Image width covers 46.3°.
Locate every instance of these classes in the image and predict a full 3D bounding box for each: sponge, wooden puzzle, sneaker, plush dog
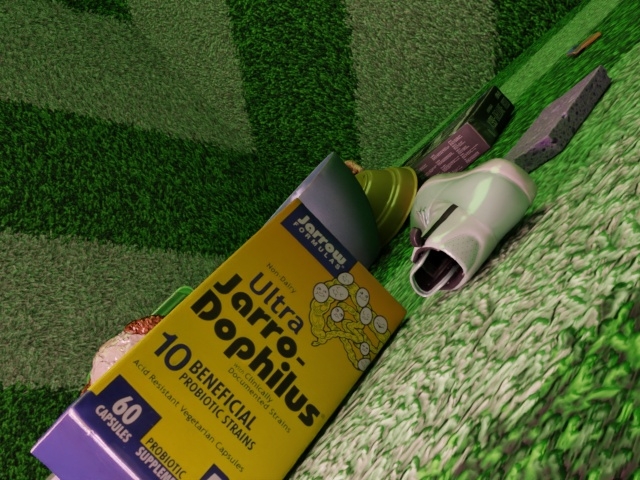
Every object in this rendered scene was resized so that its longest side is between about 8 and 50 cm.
[{"bbox_3d":[0.330,-0.163,1.064,0.210,0.031,0.117,-46,4,-36],"label":"sponge"},{"bbox_3d":[0.578,-0.428,1.640,0.078,0.014,0.116,-38,5,16],"label":"wooden puzzle"},{"bbox_3d":[0.133,-0.002,0.877,0.151,0.094,0.256,-48,3,-17],"label":"sneaker"},{"bbox_3d":[-0.291,0.256,1.293,0.262,0.225,0.210,-55,7,-9],"label":"plush dog"}]

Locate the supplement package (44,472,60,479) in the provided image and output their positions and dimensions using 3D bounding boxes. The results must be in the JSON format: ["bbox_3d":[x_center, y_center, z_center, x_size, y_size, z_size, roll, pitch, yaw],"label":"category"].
[{"bbox_3d":[-0.418,0.447,1.438,0.244,0.139,0.134,-45,5,-32],"label":"supplement package"}]

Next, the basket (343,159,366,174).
[{"bbox_3d":[0.033,-0.089,2.166,0.299,0.213,0.223,-44,2,1],"label":"basket"}]

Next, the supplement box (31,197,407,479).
[{"bbox_3d":[-0.101,0.152,0.826,0.356,0.194,0.195,-46,4,-39],"label":"supplement box"}]

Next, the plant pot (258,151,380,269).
[{"bbox_3d":[0.000,0.000,1.457,0.290,0.195,0.290,-47,7,8],"label":"plant pot"}]

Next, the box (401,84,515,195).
[{"bbox_3d":[0.276,-0.190,1.682,0.307,0.076,0.242,-41,5,39],"label":"box"}]

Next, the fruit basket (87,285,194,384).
[{"bbox_3d":[-0.387,0.322,1.878,0.392,0.283,0.392,-41,-15,-14],"label":"fruit basket"}]

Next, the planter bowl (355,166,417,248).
[{"bbox_3d":[0.102,-0.083,1.593,0.217,0.090,0.217,-46,26,31],"label":"planter bowl"}]
